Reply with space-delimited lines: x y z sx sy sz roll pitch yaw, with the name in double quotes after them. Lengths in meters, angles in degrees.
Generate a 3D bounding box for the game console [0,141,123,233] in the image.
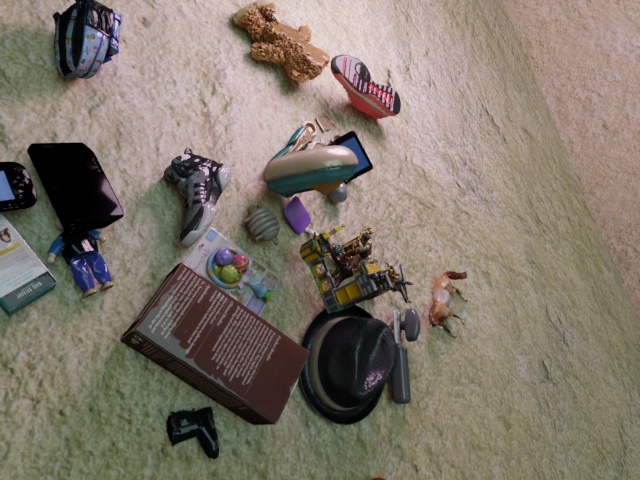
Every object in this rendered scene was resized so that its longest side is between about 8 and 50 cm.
-0.605 -0.101 0.965 0.361 0.044 0.213 -19 75 -52 "game console"

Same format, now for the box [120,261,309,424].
-0.233 0.244 1.089 0.381 0.143 0.191 39 54 -14 "box"

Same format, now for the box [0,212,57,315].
-0.647 0.021 0.937 0.100 0.060 0.244 -40 96 -38 "box"

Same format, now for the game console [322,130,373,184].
0.079 -0.258 1.521 0.124 0.085 0.144 -39 104 -38 "game console"

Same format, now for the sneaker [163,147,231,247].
-0.333 -0.115 1.187 0.153 0.101 0.269 30 52 -21 "sneaker"

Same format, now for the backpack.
-0.563 -0.470 1.135 0.116 0.158 0.173 9 80 -51 "backpack"

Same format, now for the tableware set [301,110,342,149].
0.010 -0.350 1.563 0.168 0.020 0.141 -37 95 -39 "tableware set"

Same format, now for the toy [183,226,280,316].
-0.215 0.076 1.217 0.237 0.056 0.137 40 53 -15 "toy"

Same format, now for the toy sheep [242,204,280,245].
-0.156 -0.040 1.287 0.091 0.091 0.132 -30 85 -38 "toy sheep"

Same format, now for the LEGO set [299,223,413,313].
0.122 0.061 1.312 0.331 0.192 0.255 10 57 -50 "LEGO set"

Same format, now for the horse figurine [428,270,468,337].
0.432 0.205 1.608 0.174 0.066 0.263 34 58 -27 "horse figurine"

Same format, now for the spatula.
0.000 0.000 1.410 0.296 0.030 0.084 48 49 -11 "spatula"

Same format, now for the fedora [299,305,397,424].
0.102 0.321 1.277 0.333 0.152 0.334 13 64 -30 "fedora"

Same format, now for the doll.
-0.526 0.028 1.027 0.129 0.046 0.189 -24 87 -39 "doll"

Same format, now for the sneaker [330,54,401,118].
0.133 -0.507 1.630 0.313 0.136 0.116 28 63 -33 "sneaker"

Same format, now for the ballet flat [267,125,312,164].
-0.083 -0.269 1.439 0.067 0.073 0.206 53 54 -24 "ballet flat"

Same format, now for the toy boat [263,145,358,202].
0.003 -0.180 1.365 0.318 0.267 0.148 -15 95 -67 "toy boat"

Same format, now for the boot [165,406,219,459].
-0.281 0.429 1.039 0.099 0.045 0.121 0 65 -37 "boot"

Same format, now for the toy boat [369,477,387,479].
0.210 0.712 1.198 0.231 0.151 0.151 36 56 -18 "toy boat"

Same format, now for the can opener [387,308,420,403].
0.248 0.339 1.408 0.074 0.093 0.281 35 54 -57 "can opener"

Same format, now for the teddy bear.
-0.131 -0.648 1.543 0.338 0.113 0.245 30 50 -13 "teddy bear"
